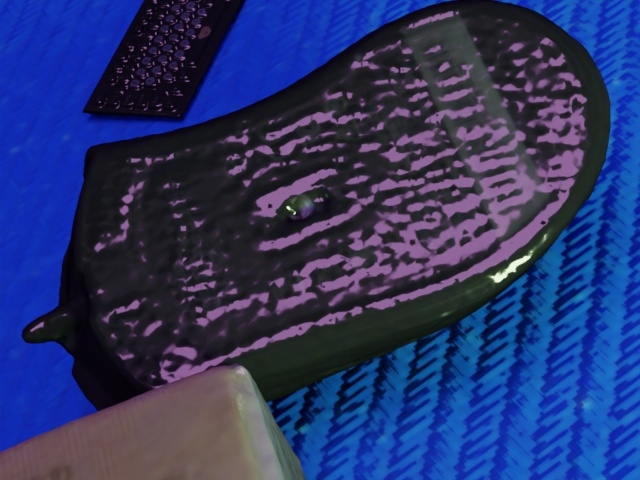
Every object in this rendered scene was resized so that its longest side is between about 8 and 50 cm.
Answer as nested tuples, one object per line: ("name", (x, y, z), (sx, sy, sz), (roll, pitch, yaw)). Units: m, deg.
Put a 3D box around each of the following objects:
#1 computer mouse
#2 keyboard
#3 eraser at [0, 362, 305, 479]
("computer mouse", (0.000, 0.000, 0.670), (0.264, 0.088, 0.147), (-19, 57, 3))
("keyboard", (-0.071, -0.141, 0.885), (0.064, 0.010, 0.198), (4, 51, 24))
("eraser", (-0.159, 0.177, 0.579), (0.343, 0.078, 0.144), (-22, 44, 4))
